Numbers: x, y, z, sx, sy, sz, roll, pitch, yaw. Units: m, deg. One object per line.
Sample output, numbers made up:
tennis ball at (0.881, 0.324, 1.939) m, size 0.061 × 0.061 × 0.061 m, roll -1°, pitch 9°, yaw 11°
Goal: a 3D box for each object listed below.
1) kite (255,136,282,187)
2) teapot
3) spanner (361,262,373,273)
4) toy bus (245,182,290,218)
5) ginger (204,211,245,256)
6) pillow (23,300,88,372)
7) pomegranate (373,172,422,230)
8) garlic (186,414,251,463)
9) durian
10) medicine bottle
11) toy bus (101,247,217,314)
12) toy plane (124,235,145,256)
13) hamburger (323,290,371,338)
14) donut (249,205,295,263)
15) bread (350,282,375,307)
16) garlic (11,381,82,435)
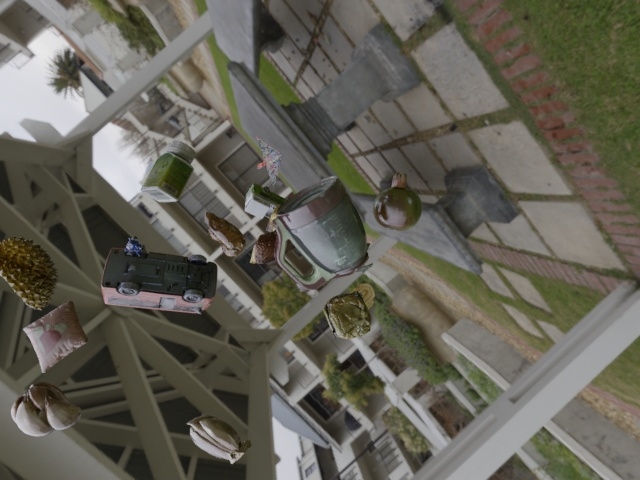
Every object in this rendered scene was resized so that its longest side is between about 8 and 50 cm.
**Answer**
kite at (-0.214, -0.335, 1.678) m, size 0.189 × 0.009 × 0.231 m, roll -15°, pitch 92°, yaw 47°
teapot at (0.000, 0.000, 1.314) m, size 0.312 × 0.315 × 0.233 m, roll 58°, pitch 178°, yaw -16°
spanner at (0.164, 0.121, 1.712) m, size 0.017 × 0.071 × 0.302 m, roll 55°, pitch -164°, yaw 16°
toy bus at (-0.226, -0.161, 2.013) m, size 0.302 × 0.113 × 0.139 m, roll 25°, pitch -140°, yaw -21°
ginger at (-0.289, -0.019, 1.237) m, size 0.162 × 0.073 × 0.103 m, roll 44°, pitch 151°, yaw 13°
pillow at (-1.102, 0.394, 1.681) m, size 0.236 × 0.223 × 0.084 m, roll 50°, pitch 173°, yaw 22°
pomegranate at (0.280, -0.139, 1.442) m, size 0.180 × 0.209 × 0.180 m, roll 9°, pitch -176°, yaw -1°
garlic at (-0.519, 0.988, 2.022) m, size 0.325 × 0.279 × 0.132 m, roll 36°, pitch -144°, yaw 2°
durian at (-0.907, 0.101, 1.267) m, size 0.183 × 0.138 × 0.249 m, roll 21°, pitch 136°, yaw 36°
medicine bottle at (-0.486, -0.224, 1.316) m, size 0.132 × 0.188 × 0.088 m, roll 2°, pitch 154°, yaw 43°
toy bus at (-0.660, 0.179, 1.677) m, size 0.428 × 0.233 × 0.202 m, roll 11°, pitch -127°, yaw -21°
toy plane at (-0.684, 0.026, 1.486) m, size 0.054 × 0.062 × 0.167 m, roll 49°, pitch 163°, yaw 1°
hamburger at (0.119, 0.329, 1.738) m, size 0.129 × 0.184 × 0.205 m, roll 77°, pitch 174°, yaw -60°
donut at (-0.170, -0.023, 1.653) m, size 0.152 × 0.294 × 0.112 m, roll 17°, pitch 141°, yaw 7°
bread at (0.206, 0.289, 2.006) m, size 0.122 × 0.149 × 0.073 m, roll 52°, pitch 164°, yaw 7°
garlic at (-0.968, 0.604, 1.414) m, size 0.214 × 0.160 × 0.191 m, roll 19°, pitch 151°, yaw 37°
